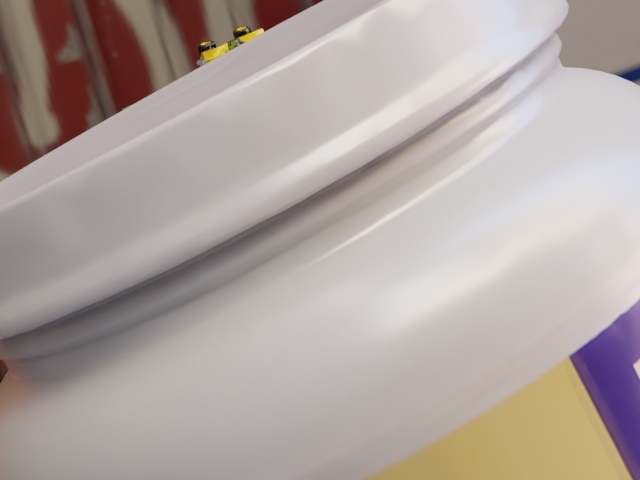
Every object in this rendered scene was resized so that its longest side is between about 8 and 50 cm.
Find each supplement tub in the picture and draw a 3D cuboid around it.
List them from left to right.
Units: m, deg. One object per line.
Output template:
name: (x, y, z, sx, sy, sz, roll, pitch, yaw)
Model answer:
supplement tub: (0.044, 0.093, 0.502, 0.331, 0.241, 0.241, 61, -22, -10)

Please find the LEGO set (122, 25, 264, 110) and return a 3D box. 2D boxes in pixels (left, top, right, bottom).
LEGO set: (0.000, 0.000, 1.235, 0.192, 0.255, 0.331, 11, -66, 55)
